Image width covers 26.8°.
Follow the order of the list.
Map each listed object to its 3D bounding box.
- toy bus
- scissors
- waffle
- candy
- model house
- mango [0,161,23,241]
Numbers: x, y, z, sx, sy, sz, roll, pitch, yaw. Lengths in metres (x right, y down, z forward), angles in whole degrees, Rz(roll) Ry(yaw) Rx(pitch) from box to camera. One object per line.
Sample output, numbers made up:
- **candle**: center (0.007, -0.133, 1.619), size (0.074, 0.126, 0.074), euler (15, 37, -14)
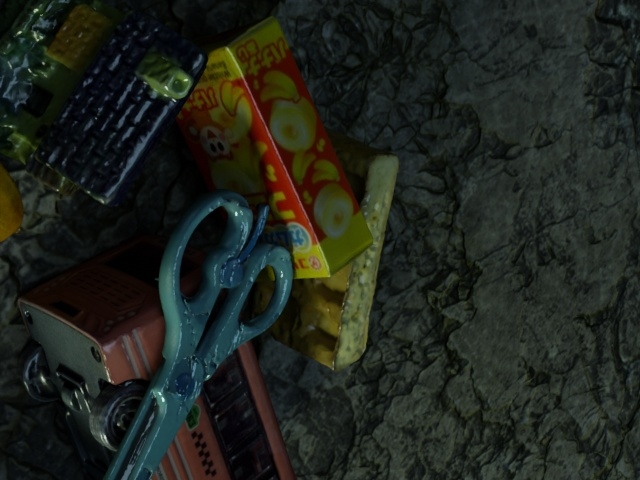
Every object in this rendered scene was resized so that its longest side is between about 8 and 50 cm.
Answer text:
- **toy bus**: center (-0.168, 0.219, 1.525), size (0.233, 0.203, 0.427), euler (-33, 122, -29)
- **scissors**: center (-0.143, 0.132, 1.366), size (0.180, 0.032, 0.393), euler (40, 71, -42)
- **waffle**: center (0.000, 0.000, 1.584), size (0.057, 0.168, 0.274), euler (-7, 113, -42)
- **candy**: center (-0.062, -0.094, 1.461), size (0.088, 0.146, 0.276), euler (-38, 113, -38)
- **model house**: center (-0.227, -0.141, 1.329), size (0.170, 0.211, 0.194), euler (36, 86, -42)
- **mango**: center (-0.371, -0.064, 1.336), size (0.098, 0.075, 0.190), euler (-40, 119, 12)
